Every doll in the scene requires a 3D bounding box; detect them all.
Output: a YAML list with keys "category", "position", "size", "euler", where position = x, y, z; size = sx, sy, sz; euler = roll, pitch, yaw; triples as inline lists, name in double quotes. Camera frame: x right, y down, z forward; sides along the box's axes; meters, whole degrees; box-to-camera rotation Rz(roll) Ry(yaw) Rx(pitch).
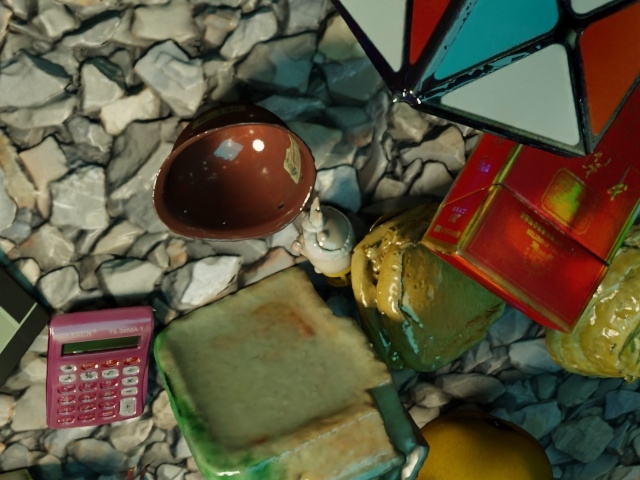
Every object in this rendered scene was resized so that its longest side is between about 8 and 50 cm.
- category: "doll"
  position: [0.000, 0.000, 1.405]
  size: [0.084, 0.073, 0.127]
  euler: [-5, 137, 20]

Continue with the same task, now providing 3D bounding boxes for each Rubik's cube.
- category: "Rubik's cube"
  position: [0.187, -0.262, 1.170]
  size: [0.246, 0.248, 0.250]
  euler: [13, 120, -31]

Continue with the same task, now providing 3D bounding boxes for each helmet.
- category: "helmet"
  position: [-0.101, -0.083, 1.267]
  size: [0.175, 0.106, 0.155]
  euler: [-27, 130, 2]

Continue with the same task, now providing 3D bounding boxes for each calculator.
- category: "calculator"
  position: [-0.268, 0.152, 1.420]
  size: [0.126, 0.034, 0.190]
  euler: [-6, 133, -22]

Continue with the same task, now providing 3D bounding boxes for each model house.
- category: "model house"
  position: [-0.021, 0.240, 1.407]
  size: [0.245, 0.312, 0.280]
  euler: [-25, 126, -9]

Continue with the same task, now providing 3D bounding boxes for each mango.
- category: "mango"
  position: [0.182, 0.402, 1.665]
  size: [0.221, 0.264, 0.378]
  euler: [25, 118, -5]

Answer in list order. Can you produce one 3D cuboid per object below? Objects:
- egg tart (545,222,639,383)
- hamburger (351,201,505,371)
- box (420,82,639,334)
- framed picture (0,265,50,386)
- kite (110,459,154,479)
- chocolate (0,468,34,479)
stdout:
- category: "egg tart"
  position: [0.456, 0.104, 1.659]
  size: [0.290, 0.115, 0.290]
  euler: [-12, 131, -15]
- category: "hamburger"
  position: [0.132, 0.057, 1.427]
  size: [0.213, 0.108, 0.214]
  euler: [-1, 92, -48]
- category: "box"
  position: [0.278, -0.076, 1.361]
  size: [0.197, 0.089, 0.313]
  euler: [33, 84, -28]
- category: "framed picture"
  position: [-0.448, 0.144, 1.211]
  size: [0.347, 0.016, 0.265]
  euler: [-58, 139, -21]
- category: "kite"
  position: [-0.272, 0.397, 1.583]
  size: [0.141, 0.015, 0.245]
  euler: [-22, 135, -51]
- category: "chocolate"
  position: [-0.473, 0.442, 1.480]
  size: [0.301, 0.137, 0.289]
  euler: [-9, 128, -17]
